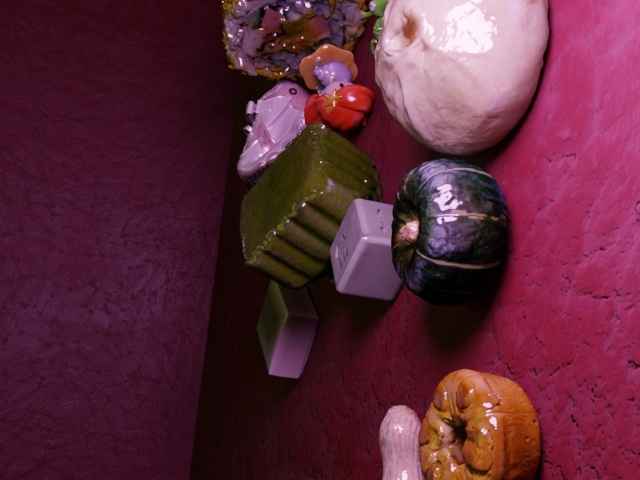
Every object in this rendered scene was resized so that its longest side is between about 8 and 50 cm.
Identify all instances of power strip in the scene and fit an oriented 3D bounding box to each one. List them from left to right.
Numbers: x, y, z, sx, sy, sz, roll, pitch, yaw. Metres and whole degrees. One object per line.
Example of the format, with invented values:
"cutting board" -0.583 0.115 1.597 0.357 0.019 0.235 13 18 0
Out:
"power strip" 0.104 0.042 1.715 0.140 0.139 0.224 -102 28 -48

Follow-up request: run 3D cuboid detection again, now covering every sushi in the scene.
"sushi" -0.081 -0.610 2.221 0.351 0.397 0.240 109 158 -44

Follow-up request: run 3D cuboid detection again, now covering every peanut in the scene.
"peanut" 0.151 0.406 1.471 0.087 0.087 0.206 133 142 -60

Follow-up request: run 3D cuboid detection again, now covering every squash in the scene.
"squash" 0.214 -0.015 1.362 0.252 0.165 0.252 -172 90 -74

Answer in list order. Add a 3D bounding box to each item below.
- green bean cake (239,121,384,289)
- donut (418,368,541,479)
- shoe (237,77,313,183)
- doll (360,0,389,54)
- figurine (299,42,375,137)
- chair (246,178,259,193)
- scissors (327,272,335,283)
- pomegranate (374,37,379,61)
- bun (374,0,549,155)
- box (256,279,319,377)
"green bean cake" -0.027 -0.076 1.907 0.319 0.218 0.335 -43 28 29
"donut" 0.238 0.308 1.209 0.226 0.114 0.226 -170 90 -73
"shoe" -0.143 -0.326 2.339 0.351 0.198 0.172 -46 -6 -21
"doll" 0.148 -0.518 1.935 0.115 0.050 0.190 31 143 39
"figurine" 0.042 -0.370 2.102 0.208 0.181 0.257 -28 43 16
"chair" -0.096 -0.184 2.304 0.106 0.229 0.113 132 141 -58
"scissors" 0.000 0.000 2.231 0.383 0.029 0.256 165 113 -68
"pomegranate" 0.184 -0.397 1.732 0.159 0.129 0.129 54 132 54
"bun" 0.215 -0.335 1.391 0.364 0.202 0.364 -8 81 60
"box" -0.097 0.240 2.297 0.251 0.106 0.203 -117 42 -60
